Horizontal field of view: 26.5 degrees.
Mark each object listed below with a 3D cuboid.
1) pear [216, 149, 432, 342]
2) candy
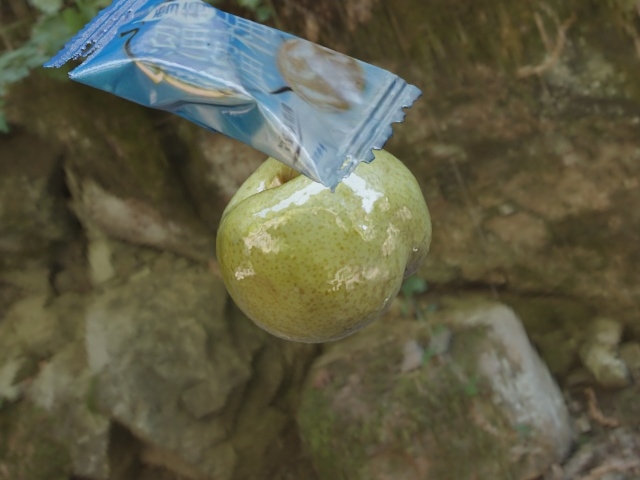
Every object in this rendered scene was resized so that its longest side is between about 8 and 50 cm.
[{"bbox_3d":[0.000,0.000,1.024,0.167,0.136,0.167,-26,24,13],"label":"pear"},{"bbox_3d":[-0.033,-0.065,0.554,0.136,0.038,0.088,24,38,7],"label":"candy"}]
